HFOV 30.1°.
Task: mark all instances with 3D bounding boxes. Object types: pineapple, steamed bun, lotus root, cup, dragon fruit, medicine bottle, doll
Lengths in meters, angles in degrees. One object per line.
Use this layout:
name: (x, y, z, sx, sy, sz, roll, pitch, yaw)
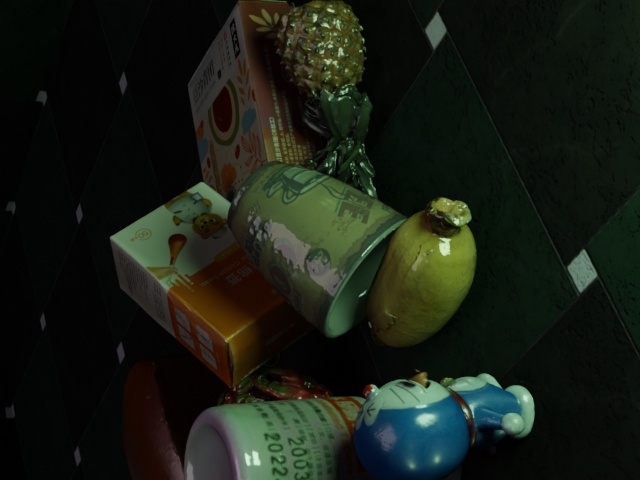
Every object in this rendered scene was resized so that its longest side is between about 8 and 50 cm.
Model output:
pineapple: (0.027, -0.225, 2.034, 0.165, 0.165, 0.365, -19, 83, 59)
steamed bun: (-0.272, 0.430, 2.458, 0.248, 0.235, 0.379, -55, 49, 45)
lotus root: (0.158, 0.055, 1.802, 0.146, 0.130, 0.303, 67, 147, 38)
cup: (0.000, 0.000, 1.942, 0.257, 0.301, 0.227, 39, 88, 20)
dragon fruit: (-0.060, 0.340, 2.091, 0.302, 0.231, 0.237, 4, 91, 58)
medicine bottle: (0.006, 0.350, 1.819, 0.219, 0.388, 0.219, -2, 87, 62)
doll: (0.170, 0.250, 1.666, 0.215, 0.256, 0.161, -6, 98, 57)

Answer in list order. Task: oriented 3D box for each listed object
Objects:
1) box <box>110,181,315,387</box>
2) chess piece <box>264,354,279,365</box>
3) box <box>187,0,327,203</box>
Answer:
box: (-0.183, 0.074, 2.125, 0.341, 0.225, 0.143, 36, 147, 32)
chess piece: (-0.115, 0.218, 2.384, 0.093, 0.042, 0.042, -149, 62, -64)
box: (-0.126, -0.203, 2.277, 0.344, 0.122, 0.385, 136, 127, -59)
